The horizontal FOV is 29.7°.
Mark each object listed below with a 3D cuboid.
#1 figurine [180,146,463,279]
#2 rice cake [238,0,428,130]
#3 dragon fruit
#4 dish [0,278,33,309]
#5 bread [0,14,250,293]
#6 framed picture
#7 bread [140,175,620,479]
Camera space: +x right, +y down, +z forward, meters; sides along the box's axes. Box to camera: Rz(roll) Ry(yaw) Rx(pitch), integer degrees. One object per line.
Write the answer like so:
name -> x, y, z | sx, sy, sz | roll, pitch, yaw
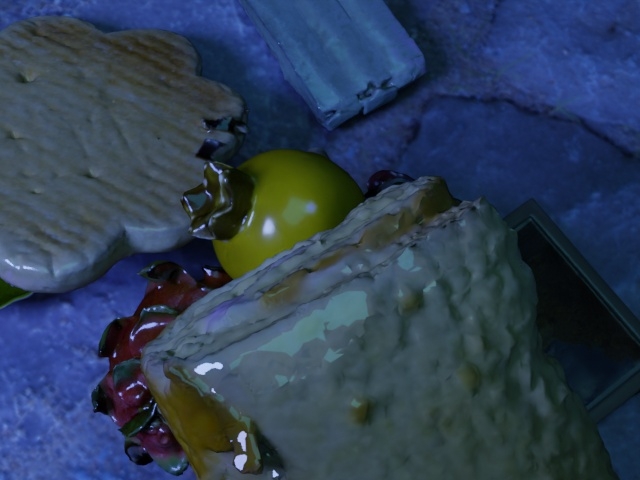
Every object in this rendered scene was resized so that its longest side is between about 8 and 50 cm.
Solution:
figurine -> 0.003, -0.014, 0.893 | 0.234, 0.127, 0.185 | 9, 27, -20
rice cake -> -0.002, -0.202, 1.066 | 0.124, 0.038, 0.211 | -33, 75, -17
dragon fruit -> -0.083, 0.072, 0.907 | 0.137, 0.135, 0.236 | 30, 48, -4
dish -> -0.260, -0.001, 0.961 | 0.091, 0.039, 0.137 | 0, 65, 1
bread -> -0.209, -0.073, 0.940 | 0.316, 0.054, 0.316 | 2, 47, -2
framed picture -> 0.136, 0.099, 0.970 | 0.250, 0.016, 0.184 | -34, 74, -16
bread -> 0.062, 0.169, 0.769 | 0.237, 0.165, 0.375 | -30, 109, -15
